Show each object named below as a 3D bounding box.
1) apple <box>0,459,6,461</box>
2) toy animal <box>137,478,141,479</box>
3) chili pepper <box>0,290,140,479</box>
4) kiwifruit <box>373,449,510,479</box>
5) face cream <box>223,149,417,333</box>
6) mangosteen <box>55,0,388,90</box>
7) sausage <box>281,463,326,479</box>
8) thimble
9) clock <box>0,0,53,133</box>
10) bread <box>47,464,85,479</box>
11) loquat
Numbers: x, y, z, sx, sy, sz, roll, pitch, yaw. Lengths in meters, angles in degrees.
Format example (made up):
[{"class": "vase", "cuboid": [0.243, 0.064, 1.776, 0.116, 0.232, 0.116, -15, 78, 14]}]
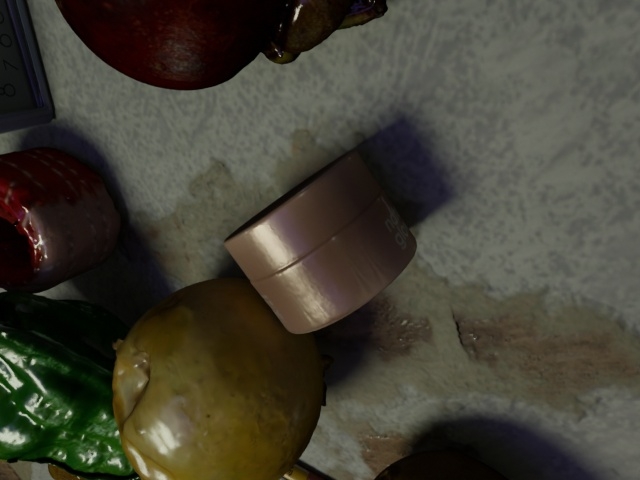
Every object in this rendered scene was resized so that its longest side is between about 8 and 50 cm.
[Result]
[{"class": "apple", "cuboid": [-0.449, 0.235, 0.704, 0.196, 0.196, 0.196, 9, 117, 19]}, {"class": "toy animal", "cuboid": [-0.280, 0.334, 0.737, 0.121, 0.094, 0.225, 46, 123, -1]}, {"class": "chili pepper", "cuboid": [-0.350, 0.154, 0.574, 0.385, 0.167, 0.213, 32, 101, -26]}, {"class": "kiwifruit", "cuboid": [0.150, 0.336, 0.500, 0.234, 0.196, 0.196, 44, 122, -4]}, {"class": "face cream", "cuboid": [0.000, 0.000, 0.430, 0.149, 0.149, 0.104, -30, 101, 31]}, {"class": "mangosteen", "cuboid": [-0.068, -0.218, 0.343, 0.257, 0.215, 0.215, 6, 120, -14]}, {"class": "sausage", "cuboid": [-0.068, 0.328, 0.682, 0.223, 0.029, 0.029, 25, 121, 10]}, {"class": "thimble", "cuboid": [-0.362, -0.028, 0.584, 0.189, 0.125, 0.163, 15, 116, 16]}, {"class": "clock", "cuboid": [-0.394, -0.212, 0.499, 0.073, 0.144, 0.193, 7, 116, 19]}, {"class": "bread", "cuboid": [-0.425, 0.389, 0.838, 0.140, 0.069, 0.128, 10, 116, 17]}, {"class": "loquat", "cuboid": [-0.096, 0.156, 0.503, 0.243, 0.244, 0.244, 9, 117, 19]}]
